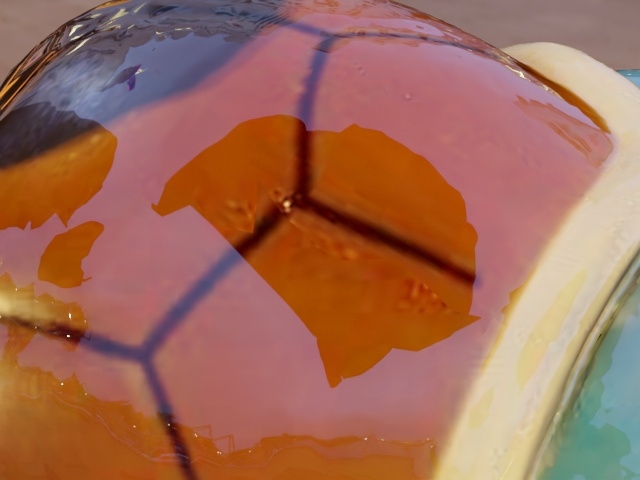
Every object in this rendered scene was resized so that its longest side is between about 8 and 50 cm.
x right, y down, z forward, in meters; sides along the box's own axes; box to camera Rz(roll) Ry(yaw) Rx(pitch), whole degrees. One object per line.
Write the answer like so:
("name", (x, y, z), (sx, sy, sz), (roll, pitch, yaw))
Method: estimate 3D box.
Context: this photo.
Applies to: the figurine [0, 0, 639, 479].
("figurine", (-0.007, 0.018, 0.521), (0.416, 0.243, 0.298), (28, 61, 16))
